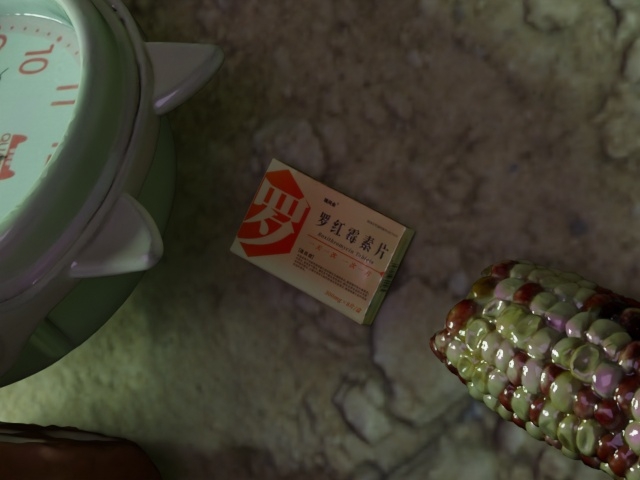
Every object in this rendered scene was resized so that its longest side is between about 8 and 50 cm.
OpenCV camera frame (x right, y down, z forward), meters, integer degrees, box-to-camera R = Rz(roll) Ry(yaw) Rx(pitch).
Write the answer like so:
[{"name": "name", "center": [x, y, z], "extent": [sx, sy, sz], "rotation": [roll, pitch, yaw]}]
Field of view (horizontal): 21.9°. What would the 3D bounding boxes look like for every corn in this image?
[{"name": "corn", "center": [0.174, 0.084, 0.755], "extent": [0.280, 0.092, 0.092], "rotation": [29, 97, 30]}]

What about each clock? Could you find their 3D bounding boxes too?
[{"name": "clock", "center": [-0.203, -0.031, 0.908], "extent": [0.324, 0.108, 0.265], "rotation": [0, 57, 27]}]

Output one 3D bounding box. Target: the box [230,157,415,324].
[{"name": "box", "center": [0.000, 0.000, 0.895], "extent": [0.093, 0.015, 0.058], "rotation": [29, 99, 26]}]

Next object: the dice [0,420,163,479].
[{"name": "dice", "center": [-0.189, 0.184, 0.883], "extent": [0.175, 0.179, 0.174], "rotation": [3, 85, 23]}]
